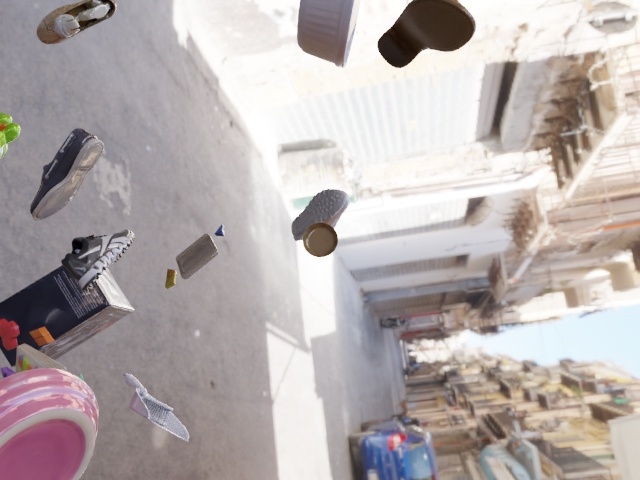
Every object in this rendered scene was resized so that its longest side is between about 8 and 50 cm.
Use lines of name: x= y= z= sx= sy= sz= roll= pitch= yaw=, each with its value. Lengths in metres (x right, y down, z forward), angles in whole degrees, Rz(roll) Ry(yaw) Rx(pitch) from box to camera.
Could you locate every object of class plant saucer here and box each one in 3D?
plant saucer: x=-0.550 y=0.402 z=1.126 sx=0.332 sy=0.084 sz=0.332 roll=-35 pitch=138 yaw=-38
plant saucer: x=0.000 y=0.000 z=1.415 sx=0.015 sy=0.083 sz=0.083 roll=71 pitch=12 yaw=-77

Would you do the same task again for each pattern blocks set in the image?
pattern blocks set: x=-0.686 y=0.342 z=1.484 sx=0.026 sy=0.324 sz=0.285 roll=-21 pitch=115 yaw=-55

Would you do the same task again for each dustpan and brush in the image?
dustpan and brush: x=-0.375 y=0.346 z=1.315 sx=0.060 sy=0.211 sz=0.147 roll=-59 pitch=142 yaw=-20

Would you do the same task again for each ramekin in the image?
ramekin: x=0.025 y=-0.567 z=1.481 sx=0.273 sy=0.127 sz=0.273 roll=11 pitch=90 yaw=-87

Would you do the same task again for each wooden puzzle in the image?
wooden puzzle: x=-0.190 y=0.025 z=0.935 sx=0.014 sy=0.116 sz=0.078 roll=53 pitch=3 yaw=-32

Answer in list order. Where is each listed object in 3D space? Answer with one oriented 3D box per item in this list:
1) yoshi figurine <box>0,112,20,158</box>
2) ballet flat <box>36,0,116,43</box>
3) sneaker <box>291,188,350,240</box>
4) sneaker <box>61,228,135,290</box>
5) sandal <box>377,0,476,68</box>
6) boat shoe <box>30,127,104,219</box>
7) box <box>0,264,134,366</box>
yoshi figurine: x=-1.013 y=-0.221 z=1.709 sx=0.362 sy=0.203 sz=0.204 roll=-45 pitch=145 yaw=-28
ballet flat: x=-0.579 y=-0.533 z=1.457 sx=0.067 sy=0.206 sz=0.073 roll=28 pitch=-29 yaw=46
sneaker: x=0.015 y=-0.070 z=1.689 sx=0.094 sy=0.235 sz=0.090 roll=8 pitch=61 yaw=-36
sneaker: x=-0.526 y=0.018 z=1.439 sx=0.106 sy=0.078 sz=0.234 roll=42 pitch=29 yaw=-10
sandal: x=0.161 y=-0.315 z=0.866 sx=0.088 sy=0.079 sz=0.240 roll=46 pitch=-12 yaw=-15
boat shoe: x=-0.514 y=-0.132 z=1.208 sx=0.065 sy=0.206 sz=0.075 roll=41 pitch=7 yaw=10
box: x=-0.774 y=0.217 z=1.842 sx=0.179 sy=0.312 sz=0.343 roll=57 pitch=-9 yaw=5
